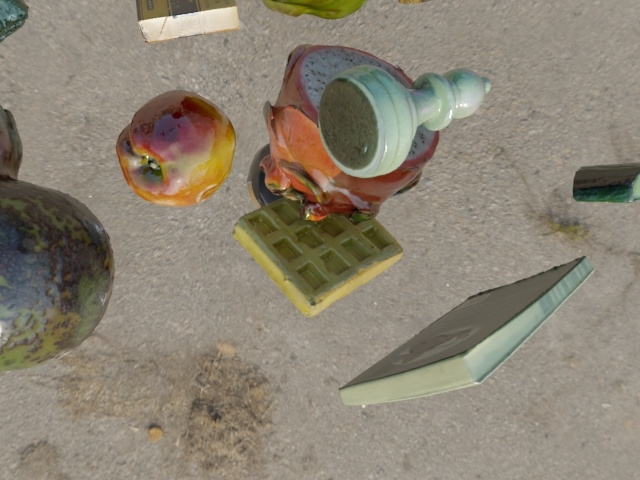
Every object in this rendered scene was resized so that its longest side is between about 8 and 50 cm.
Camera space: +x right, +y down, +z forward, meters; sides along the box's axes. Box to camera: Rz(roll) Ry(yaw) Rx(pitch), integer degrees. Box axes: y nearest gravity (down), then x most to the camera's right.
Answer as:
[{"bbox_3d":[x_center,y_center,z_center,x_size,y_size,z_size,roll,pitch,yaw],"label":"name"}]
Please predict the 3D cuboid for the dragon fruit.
[{"bbox_3d":[0.031,-0.167,0.956,0.305,0.226,0.305,15,50,-19],"label":"dragon fruit"}]

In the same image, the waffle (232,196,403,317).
[{"bbox_3d":[0.000,0.000,1.001,0.248,0.055,0.221,-30,64,-33],"label":"waffle"}]

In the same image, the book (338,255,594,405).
[{"bbox_3d":[0.228,0.136,0.835,0.371,0.260,0.043,-24,85,-40],"label":"book"}]

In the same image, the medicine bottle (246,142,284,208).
[{"bbox_3d":[-0.100,-0.184,1.601,0.242,0.395,0.242,-2,101,-12],"label":"medicine bottle"}]

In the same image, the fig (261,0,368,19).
[{"bbox_3d":[-0.022,-0.336,0.524,0.203,0.203,0.225,6,104,-10],"label":"fig"}]

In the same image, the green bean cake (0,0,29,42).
[{"bbox_3d":[-0.490,-0.299,0.730,0.181,0.173,0.094,-41,132,-14],"label":"green bean cake"}]

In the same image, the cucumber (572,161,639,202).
[{"bbox_3d":[0.497,-0.098,0.920,0.116,0.115,0.062,-13,100,-44],"label":"cucumber"}]

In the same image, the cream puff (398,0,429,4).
[{"bbox_3d":[0.124,-0.347,0.670,0.119,0.133,0.104,-37,101,18],"label":"cream puff"}]

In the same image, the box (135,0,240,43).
[{"bbox_3d":[-0.328,-0.569,1.353,0.237,0.152,0.070,-10,142,-9],"label":"box"}]

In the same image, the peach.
[{"bbox_3d":[-0.124,-0.081,0.489,0.100,0.101,0.101,-1,96,-9],"label":"peach"}]

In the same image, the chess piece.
[{"bbox_3d":[0.138,-0.186,0.742,0.271,0.139,0.139,-25,100,-31],"label":"chess piece"}]

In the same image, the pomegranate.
[{"bbox_3d":[-0.402,-0.012,0.669,0.285,0.285,0.341,-6,83,-9],"label":"pomegranate"}]
